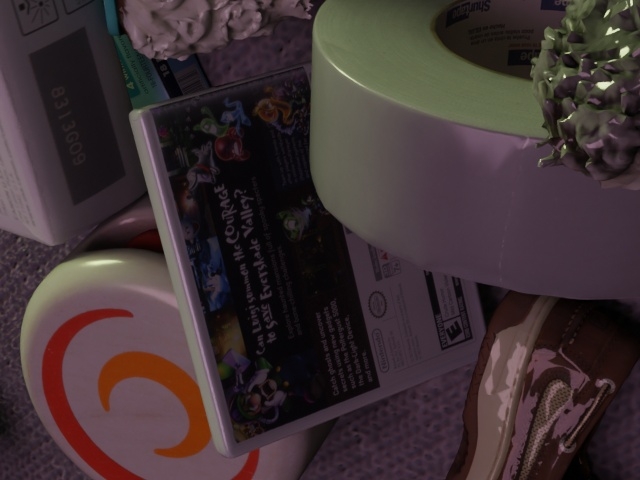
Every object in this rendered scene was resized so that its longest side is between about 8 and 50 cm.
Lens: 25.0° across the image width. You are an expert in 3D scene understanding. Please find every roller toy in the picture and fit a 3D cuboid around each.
[{"bbox_3d":[-0.070,0.059,0.886,0.191,0.146,0.209,43,129,-4],"label":"roller toy"}]

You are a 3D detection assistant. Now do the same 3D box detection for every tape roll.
[{"bbox_3d":[0.104,-0.060,0.649,0.219,0.219,0.072,20,124,27],"label":"tape roll"}]

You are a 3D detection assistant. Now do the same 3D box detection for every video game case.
[{"bbox_3d":[0.000,0.000,0.782,0.022,0.173,0.190,9,115,62],"label":"video game case"}]

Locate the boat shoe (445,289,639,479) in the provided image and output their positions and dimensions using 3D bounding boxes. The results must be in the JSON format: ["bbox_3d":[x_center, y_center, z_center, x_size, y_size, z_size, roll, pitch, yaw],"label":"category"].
[{"bbox_3d":[0.122,0.151,0.831,0.095,0.095,0.257,21,124,19],"label":"boat shoe"}]

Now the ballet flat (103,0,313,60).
[{"bbox_3d":[-0.060,-0.280,0.716,0.147,0.147,0.409,19,133,27],"label":"ballet flat"}]

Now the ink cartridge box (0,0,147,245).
[{"bbox_3d":[-0.288,-0.183,0.897,0.385,0.091,0.308,18,131,41],"label":"ink cartridge box"}]

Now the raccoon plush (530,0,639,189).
[{"bbox_3d":[0.081,-0.190,0.545,0.446,0.299,0.216,32,128,20],"label":"raccoon plush"}]

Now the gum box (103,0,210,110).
[{"bbox_3d":[-0.170,-0.120,0.935,0.184,0.041,0.157,-18,102,40],"label":"gum box"}]
